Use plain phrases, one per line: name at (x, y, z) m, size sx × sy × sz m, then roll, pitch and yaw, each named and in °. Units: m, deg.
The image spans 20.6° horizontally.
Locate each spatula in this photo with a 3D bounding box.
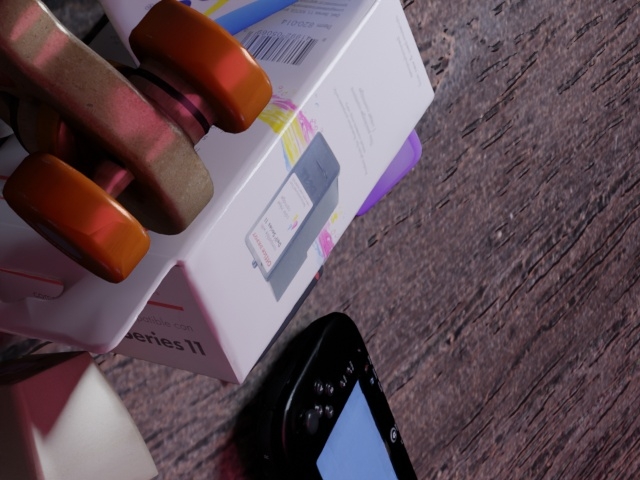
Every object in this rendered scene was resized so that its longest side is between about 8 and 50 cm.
spatula at (0.000, 0.000, 1.482) m, size 0.296 × 0.030 × 0.084 m, roll -58°, pitch 137°, yaw -31°

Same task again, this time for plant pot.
plant pot at (-0.191, 0.130, 1.173) m, size 0.109 × 0.109 × 0.096 m, roll -25°, pitch 105°, yaw -51°

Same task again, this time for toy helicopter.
toy helicopter at (-0.208, -0.127, 1.002) m, size 0.355 × 0.235 × 0.140 m, roll 40°, pitch 79°, yaw -12°

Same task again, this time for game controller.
game controller at (0.029, 0.217, 1.532) m, size 0.166 × 0.067 × 0.319 m, roll -52°, pitch 136°, yaw -36°

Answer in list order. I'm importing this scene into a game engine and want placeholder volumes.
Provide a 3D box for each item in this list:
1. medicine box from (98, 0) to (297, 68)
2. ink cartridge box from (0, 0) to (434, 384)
medicine box at (-0.052, -0.265, 1.064) m, size 0.149 × 0.263 × 0.289 m, roll 61°, pitch -2°, yaw 19°
ink cartridge box at (-0.099, -0.033, 1.178) m, size 0.353 × 0.207 × 0.119 m, roll -55°, pitch 140°, yaw -32°
